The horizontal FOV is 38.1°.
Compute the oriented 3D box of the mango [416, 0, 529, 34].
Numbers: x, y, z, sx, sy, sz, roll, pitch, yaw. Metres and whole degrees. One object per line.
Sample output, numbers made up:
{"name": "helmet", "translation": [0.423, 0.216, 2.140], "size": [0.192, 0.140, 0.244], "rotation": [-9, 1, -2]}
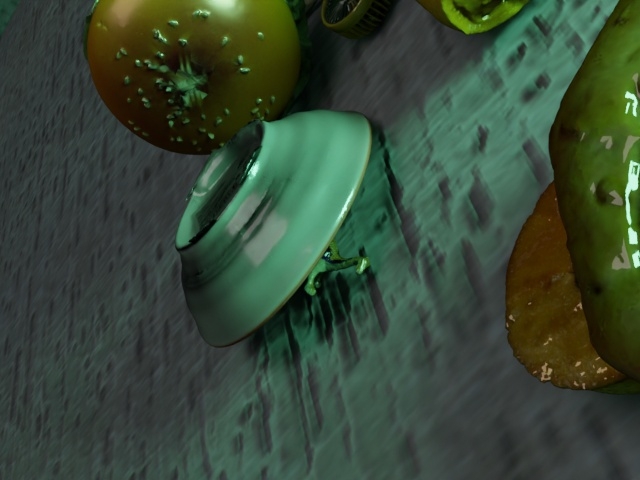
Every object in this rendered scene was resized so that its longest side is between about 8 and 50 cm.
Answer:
{"name": "mango", "translation": [0.125, -0.336, 0.759], "size": [0.187, 0.144, 0.359], "rotation": [0, 75, 47]}

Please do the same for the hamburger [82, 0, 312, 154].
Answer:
{"name": "hamburger", "translation": [-0.125, -0.197, 0.970], "size": [0.246, 0.246, 0.170], "rotation": [-52, 21, 24]}

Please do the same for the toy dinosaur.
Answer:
{"name": "toy dinosaur", "translation": [-0.008, 0.013, 0.851], "size": [0.058, 0.037, 0.180], "rotation": [-53, 36, 0]}

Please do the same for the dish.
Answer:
{"name": "dish", "translation": [-0.067, -0.034, 0.862], "size": [0.260, 0.085, 0.260], "rotation": [-46, 22, 25]}

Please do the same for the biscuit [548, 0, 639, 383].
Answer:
{"name": "biscuit", "translation": [0.258, -0.063, 0.403], "size": [0.359, 0.046, 0.359], "rotation": [-26, 48, 32]}

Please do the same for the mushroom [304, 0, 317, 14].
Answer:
{"name": "mushroom", "translation": [-0.035, -0.253, 1.083], "size": [0.286, 0.026, 0.028], "rotation": [-45, 53, 31]}

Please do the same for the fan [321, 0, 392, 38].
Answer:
{"name": "fan", "translation": [0.033, -0.268, 0.959], "size": [0.082, 0.039, 0.155], "rotation": [-48, 37, 28]}

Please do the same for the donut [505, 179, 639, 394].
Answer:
{"name": "donut", "translation": [0.173, 0.019, 0.532], "size": [0.152, 0.058, 0.151], "rotation": [-37, 41, 41]}
